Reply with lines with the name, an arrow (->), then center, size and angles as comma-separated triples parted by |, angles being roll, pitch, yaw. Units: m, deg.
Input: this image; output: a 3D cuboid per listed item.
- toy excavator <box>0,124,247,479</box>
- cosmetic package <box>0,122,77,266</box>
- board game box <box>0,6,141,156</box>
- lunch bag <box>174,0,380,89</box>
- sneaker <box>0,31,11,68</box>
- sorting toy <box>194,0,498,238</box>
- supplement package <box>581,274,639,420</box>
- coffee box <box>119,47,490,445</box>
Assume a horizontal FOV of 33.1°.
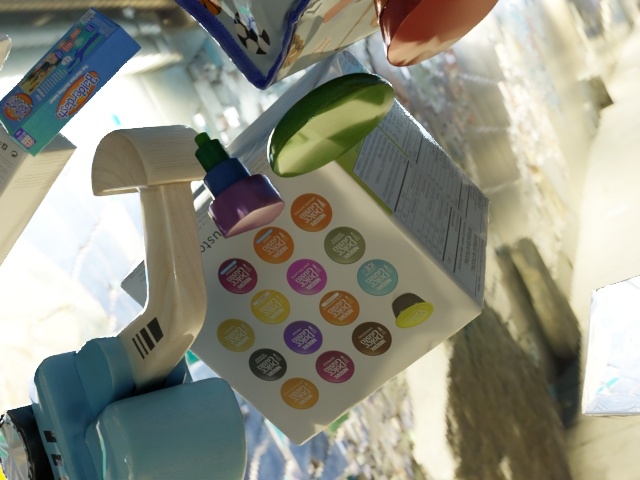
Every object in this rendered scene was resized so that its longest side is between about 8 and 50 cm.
toy excavator -> -0.184, 0.151, 1.171 | 0.222, 0.432, 0.445 | -9, -22, -38
cosmetic package -> -0.663, -0.079, 2.106 | 0.365, 0.155, 0.197 | -52, -7, 15
board game box -> -0.359, -0.225, 1.506 | 0.210, 0.047, 0.160 | -46, 33, -2
lunch bag -> -0.049, -0.396, 1.085 | 0.328, 0.385, 0.239 | -32, -17, -42
sneaker -> -0.596, -0.234, 1.619 | 0.295, 0.147, 0.104 | -50, -1, 21
sorting toy -> -0.004, -0.154, 0.936 | 0.365, 0.126, 0.127 | -44, -17, 34
supplement package -> 0.454, 0.139, 1.310 | 0.178, 0.175, 0.293 | 8, -10, -4
coffee box -> 0.000, 0.000, 1.478 | 0.338, 0.334, 0.338 | -40, 14, 24
